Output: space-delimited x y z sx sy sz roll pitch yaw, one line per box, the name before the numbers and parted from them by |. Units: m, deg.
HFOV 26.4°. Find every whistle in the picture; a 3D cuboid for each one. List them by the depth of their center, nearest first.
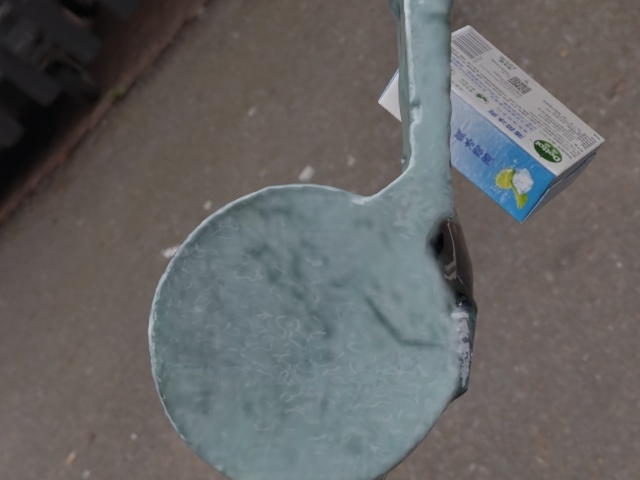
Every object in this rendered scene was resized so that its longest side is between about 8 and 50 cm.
whistle | 0.032 0.001 0.873 0.405 0.188 0.168 -58 -3 -1

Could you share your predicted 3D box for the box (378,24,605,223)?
box | 0.177 -0.122 1.390 0.139 0.194 0.073 -32 -19 -52
